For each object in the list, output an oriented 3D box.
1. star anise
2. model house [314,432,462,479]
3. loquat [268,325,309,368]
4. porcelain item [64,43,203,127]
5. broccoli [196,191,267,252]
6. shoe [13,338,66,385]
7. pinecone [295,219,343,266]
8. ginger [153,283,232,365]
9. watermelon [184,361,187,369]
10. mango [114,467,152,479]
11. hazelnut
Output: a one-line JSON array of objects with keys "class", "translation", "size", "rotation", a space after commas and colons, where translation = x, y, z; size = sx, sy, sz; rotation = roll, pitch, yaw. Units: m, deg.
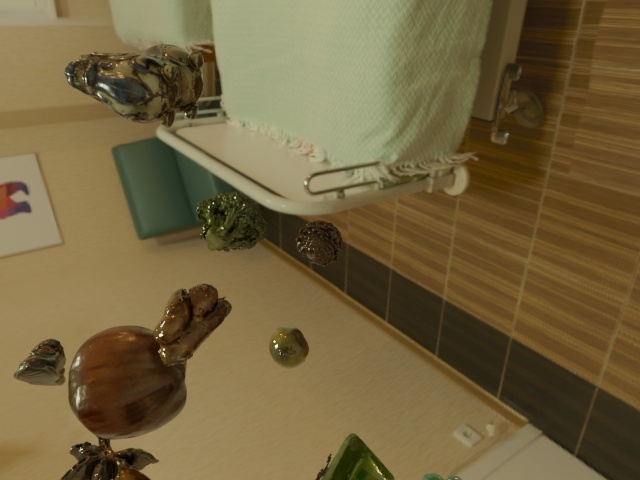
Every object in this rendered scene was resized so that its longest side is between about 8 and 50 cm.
[{"class": "star anise", "translation": [-0.489, 0.510, 1.133], "size": [0.208, 0.172, 0.063], "rotation": [17, 109, 17]}, {"class": "model house", "translation": [0.110, 0.508, 0.697], "size": [0.313, 0.357, 0.242], "rotation": [17, 148, 39]}, {"class": "loquat", "translation": [-0.116, 0.383, 1.794], "size": [0.195, 0.152, 0.152], "rotation": [-71, -34, -88]}, {"class": "porcelain item", "translation": [-0.344, -0.309, 0.973], "size": [0.288, 0.186, 0.137], "rotation": [-75, -2, -64]}, {"class": "broccoli", "translation": [-0.197, -0.034, 1.084], "size": [0.162, 0.138, 0.145], "rotation": [-10, 119, 34]}, {"class": "shoe", "translation": [-0.693, 0.301, 1.248], "size": [0.227, 0.099, 0.112], "rotation": [126, 148, -60]}, {"class": "pinecone", "translation": [0.000, 0.000, 0.806], "size": [0.083, 0.077, 0.077], "rotation": [-71, -17, -62]}, {"class": "ginger", "translation": [-0.227, 0.130, 0.856], "size": [0.074, 0.162, 0.103], "rotation": [8, 128, 33]}, {"class": "watermelon", "translation": [-0.414, 0.357, 1.271], "size": [0.159, 0.303, 0.128], "rotation": [-9, 113, 21]}, {"class": "mango", "translation": [-0.291, 0.409, 0.791], "size": [0.077, 0.063, 0.127], "rotation": [21, 137, 34]}, {"class": "hazelnut", "translation": [-0.355, 0.263, 0.909], "size": [0.210, 0.186, 0.210], "rotation": [23, 123, 42]}]
